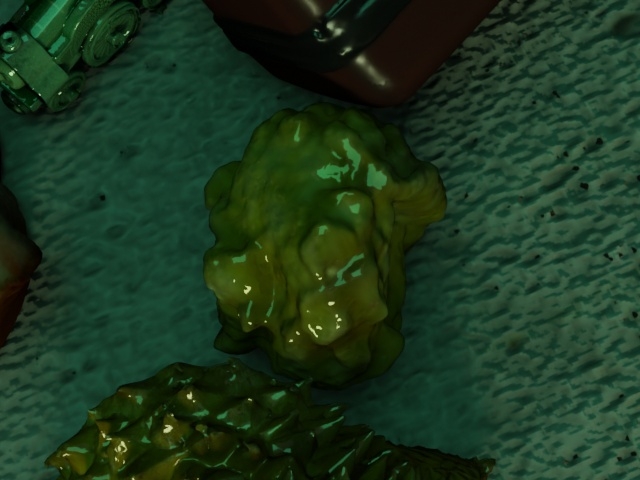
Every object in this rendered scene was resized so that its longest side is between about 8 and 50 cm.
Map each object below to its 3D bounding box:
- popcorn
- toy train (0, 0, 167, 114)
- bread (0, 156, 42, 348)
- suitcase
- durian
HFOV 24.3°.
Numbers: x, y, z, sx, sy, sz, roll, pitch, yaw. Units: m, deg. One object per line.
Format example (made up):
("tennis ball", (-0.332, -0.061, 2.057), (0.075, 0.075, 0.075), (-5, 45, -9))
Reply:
("popcorn", (-0.006, 0.001, 0.970), (0.156, 0.197, 0.197), (17, 78, 4))
("toy train", (-0.174, -0.170, 1.079), (0.071, 0.104, 0.178), (38, 84, 11))
("bread", (-0.368, -0.019, 1.060), (0.295, 0.114, 0.327), (-26, 74, 1))
("suitcase", (0.053, -0.241, 0.995), (0.297, 0.236, 0.161), (-47, 114, -7))
("durian", (-0.028, 0.185, 0.895), (0.305, 0.195, 0.185), (-1, 119, -4))
